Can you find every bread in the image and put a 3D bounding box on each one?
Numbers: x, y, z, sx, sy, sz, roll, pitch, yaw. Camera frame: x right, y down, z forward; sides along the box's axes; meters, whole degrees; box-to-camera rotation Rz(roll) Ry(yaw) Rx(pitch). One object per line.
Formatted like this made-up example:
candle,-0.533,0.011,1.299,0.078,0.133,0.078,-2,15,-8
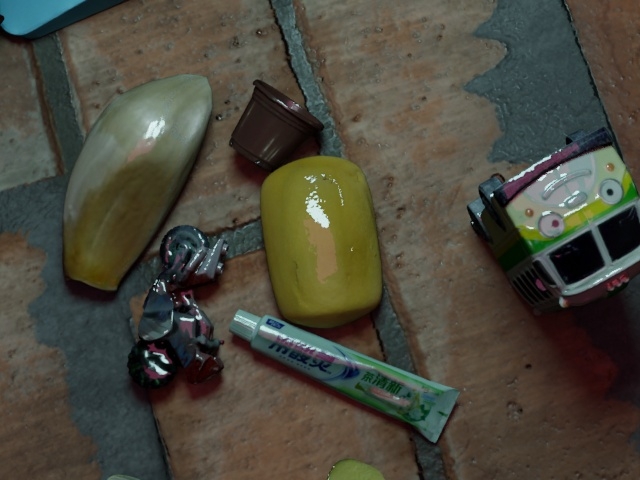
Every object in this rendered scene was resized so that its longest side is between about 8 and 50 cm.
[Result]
bread,0.000,0.000,1.514,0.147,0.098,0.217,-13,80,6

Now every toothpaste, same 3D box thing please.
toothpaste,0.025,0.161,1.514,0.297,0.048,0.074,24,97,5

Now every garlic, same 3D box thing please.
garlic,-0.251,-0.084,1.549,0.143,0.112,0.318,27,95,4

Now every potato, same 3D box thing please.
potato,0.043,0.323,1.479,0.096,0.066,0.103,-5,71,-21

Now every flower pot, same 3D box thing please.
flower pot,-0.063,-0.140,1.541,0.111,0.111,0.089,36,99,8

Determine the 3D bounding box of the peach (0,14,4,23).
peach,-0.552,-0.266,1.605,0.279,0.068,0.189,-14,89,0

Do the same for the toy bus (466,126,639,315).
toy bus,0.279,-0.010,1.391,0.143,0.305,0.179,-29,83,-1

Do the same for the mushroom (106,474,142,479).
mushroom,-0.180,0.330,1.501,0.202,0.059,0.054,7,119,6

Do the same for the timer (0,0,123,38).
timer,-0.343,-0.412,1.622,0.250,0.091,0.231,-23,81,13

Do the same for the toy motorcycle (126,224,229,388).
toy motorcycle,-0.166,0.089,1.517,0.122,0.082,0.213,14,84,7
